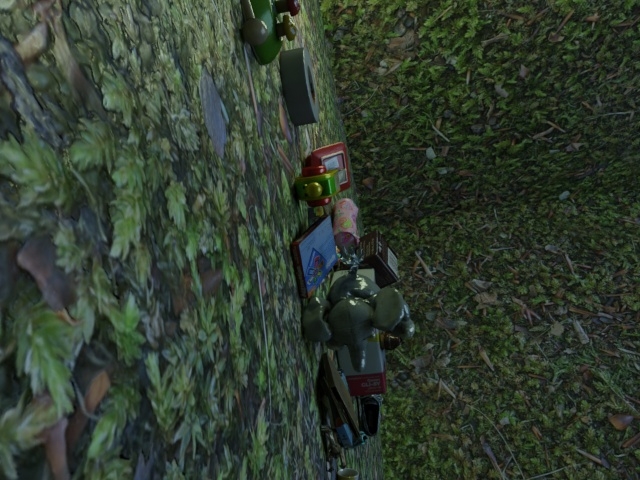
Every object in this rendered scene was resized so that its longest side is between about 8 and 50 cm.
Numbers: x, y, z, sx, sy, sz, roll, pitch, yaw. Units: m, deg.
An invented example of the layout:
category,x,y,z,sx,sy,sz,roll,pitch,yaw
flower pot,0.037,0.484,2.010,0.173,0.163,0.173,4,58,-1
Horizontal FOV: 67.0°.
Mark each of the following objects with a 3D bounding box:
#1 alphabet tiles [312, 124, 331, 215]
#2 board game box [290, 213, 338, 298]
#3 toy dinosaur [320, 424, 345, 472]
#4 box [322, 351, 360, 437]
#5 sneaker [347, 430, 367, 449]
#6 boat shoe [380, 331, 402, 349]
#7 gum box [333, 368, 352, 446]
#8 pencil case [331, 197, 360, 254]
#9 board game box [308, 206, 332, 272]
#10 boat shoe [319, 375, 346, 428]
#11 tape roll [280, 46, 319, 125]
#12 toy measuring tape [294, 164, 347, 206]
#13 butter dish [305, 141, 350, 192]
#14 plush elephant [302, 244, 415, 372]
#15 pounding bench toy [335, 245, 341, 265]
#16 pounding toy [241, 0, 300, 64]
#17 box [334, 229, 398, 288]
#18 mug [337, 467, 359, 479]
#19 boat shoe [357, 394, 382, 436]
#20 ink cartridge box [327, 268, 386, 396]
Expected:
category,x,y,z,sx,sy,sz,roll,pitch,yaw
alphabet tiles,0.006,-0.271,1.928,0.285,0.011,0.343,65,19,-62
board game box,-0.011,0.035,1.309,0.281,0.027,0.145,-46,128,-65
toy dinosaur,0.040,0.554,1.269,0.093,0.053,0.183,-89,168,-51
box,0.055,0.419,1.332,0.201,0.021,0.164,-109,173,-77
sneaker,0.122,0.671,1.628,0.166,0.076,0.065,60,25,-69
boat shoe,0.259,0.363,1.746,0.207,0.073,0.073,30,54,-79
gum box,0.066,0.520,1.504,0.157,0.041,0.184,73,12,-45
pencil case,0.101,-0.059,2.003,0.284,0.124,0.124,-86,166,-56
board game box,0.000,0.000,1.516,0.141,0.048,0.170,62,22,-61
boat shoe,0.025,0.433,1.294,0.049,0.043,0.137,35,31,-79
tape roll,-0.060,-0.459,1.450,0.219,0.072,0.219,-8,90,-81
toy measuring tape,-0.001,-0.168,1.400,0.330,0.121,0.121,-52,134,-71
butter dish,0.006,-0.230,1.571,0.160,0.118,0.160,-25,116,-37
plush elephant,0.095,0.210,1.266,0.255,0.271,0.330,-70,149,-59
pounding bench toy,0.033,0.045,1.630,0.083,0.065,0.052,73,13,-47
pounding toy,-0.103,-0.497,1.066,0.237,0.110,0.183,-48,130,-79
box,0.187,0.099,1.962,0.167,0.203,0.168,50,27,-27
mug,0.072,0.697,1.383,0.062,0.078,0.064,175,-83,-66
boat shoe,0.214,0.691,2.107,0.105,0.113,0.306,102,-6,-71
ink cartridge box,0.143,0.330,1.786,0.279,0.160,0.385,-69,151,-70
